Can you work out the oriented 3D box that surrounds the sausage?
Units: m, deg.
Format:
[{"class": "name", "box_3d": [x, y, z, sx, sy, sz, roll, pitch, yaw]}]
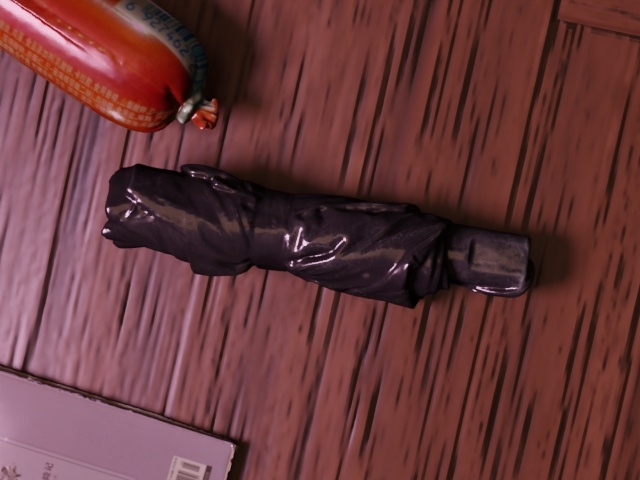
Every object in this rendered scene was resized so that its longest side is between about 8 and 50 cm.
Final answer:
[{"class": "sausage", "box_3d": [-0.165, -0.138, 0.934, 0.264, 0.083, 0.083, 34, 95, 5]}]

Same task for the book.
[{"class": "book", "box_3d": [-0.149, 0.148, 0.967, 0.181, 0.014, 0.127, 16, 93, 6]}]

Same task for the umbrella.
[{"class": "umbrella", "box_3d": [0.000, 0.000, 0.921, 0.235, 0.066, 0.059, 9, 86, 4]}]
